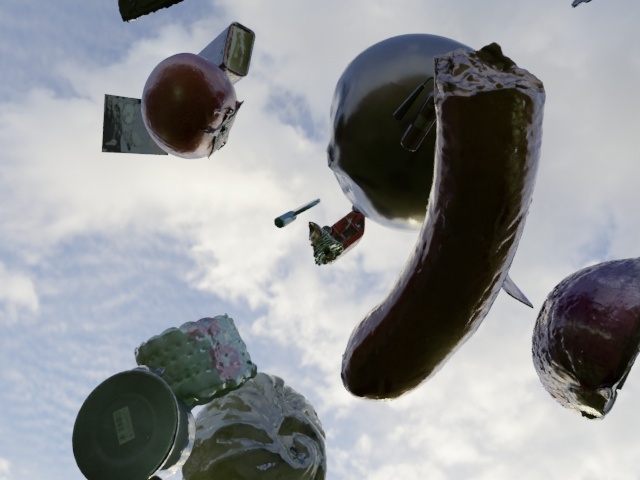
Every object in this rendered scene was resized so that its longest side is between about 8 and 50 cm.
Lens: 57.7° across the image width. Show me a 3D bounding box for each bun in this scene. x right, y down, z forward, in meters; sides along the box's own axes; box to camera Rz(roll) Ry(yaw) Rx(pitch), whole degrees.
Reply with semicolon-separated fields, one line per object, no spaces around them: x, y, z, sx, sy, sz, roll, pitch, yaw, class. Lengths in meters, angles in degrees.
-0.121;0.460;1.261;0.359;0.360;0.211;34;-49;-14;bun

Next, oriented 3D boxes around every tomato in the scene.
-0.210;-0.217;0.930;0.167;0.167;0.167;3;-59;5;tomato

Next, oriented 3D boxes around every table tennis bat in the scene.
-0.070;-0.074;1.614;0.124;0.201;0.033;-25;-84;31;table tennis bat

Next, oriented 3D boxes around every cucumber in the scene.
-0.344;-0.535;1.248;0.192;0.115;0.086;-23;-58;16;cucumber

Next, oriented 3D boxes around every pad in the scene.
-0.420;-0.263;1.341;0.004;0.190;0.127;13;-78;32;pad

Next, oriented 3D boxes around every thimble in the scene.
-0.237;0.239;1.115;0.210;0.185;0.149;-21;-106;-11;thimble

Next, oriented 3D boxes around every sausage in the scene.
0.095;0.008;0.446;0.102;0.076;0.302;16;-64;3;sausage

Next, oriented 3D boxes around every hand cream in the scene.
0.478;0.096;1.515;0.078;0.275;0.050;4;-68;-2;hand cream

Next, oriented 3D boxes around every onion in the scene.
0.458;0.109;0.933;0.159;0.349;0.267;30;-27;29;onion

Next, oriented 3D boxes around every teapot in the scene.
-0.259;0.300;0.870;0.162;0.239;0.149;-12;-27;7;teapot

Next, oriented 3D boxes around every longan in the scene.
0.144;-0.159;0.887;0.318;0.319;0.319;3;-59;5;longan

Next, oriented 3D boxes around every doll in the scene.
0.011;-0.001;1.401;0.076;0.113;0.078;-11;-38;-5;doll

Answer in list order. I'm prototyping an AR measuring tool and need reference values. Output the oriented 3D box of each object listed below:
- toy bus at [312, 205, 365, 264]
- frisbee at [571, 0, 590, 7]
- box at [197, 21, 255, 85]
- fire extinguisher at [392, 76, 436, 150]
0.070;-0.021;1.645;0.089;0.195;0.081;46;-28;13;toy bus
0.448;-0.413;0.896;0.187;0.211;0.012;-42;-62;-13;frisbee
-0.230;-0.376;1.274;0.069;0.120;0.224;21;-19;-34;box
0.118;-0.157;0.681;0.046;0.032;0.100;45;-54;22;fire extinguisher
